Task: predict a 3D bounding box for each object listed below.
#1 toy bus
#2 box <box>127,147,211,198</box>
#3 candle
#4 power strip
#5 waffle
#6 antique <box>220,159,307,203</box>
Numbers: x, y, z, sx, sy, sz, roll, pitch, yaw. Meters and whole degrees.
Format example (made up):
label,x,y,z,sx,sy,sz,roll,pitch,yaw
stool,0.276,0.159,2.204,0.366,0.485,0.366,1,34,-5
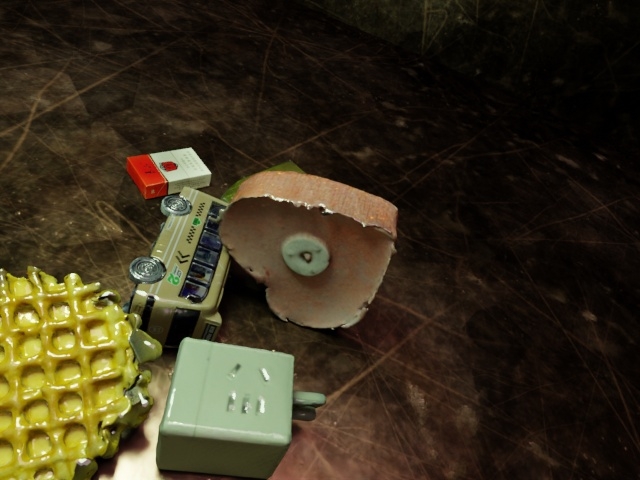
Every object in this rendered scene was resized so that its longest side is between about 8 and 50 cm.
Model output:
label,x,y,z,sx,sy,sz,roll,pitch,yaw
toy bus,-0.232,0.047,0.818,0.158,0.139,0.289,18,38,-12
box,-0.337,-0.153,1.043,0.152,0.048,0.100,-17,54,-38
candle,0.000,0.000,0.810,0.317,0.287,0.131,51,35,-27
power strip,-0.104,0.244,0.665,0.225,0.139,0.140,12,42,-12
waffle,-0.376,0.185,0.612,0.330,0.062,0.328,6,68,-16
antique,-0.126,-0.102,1.056,0.081,0.080,0.221,42,45,18
